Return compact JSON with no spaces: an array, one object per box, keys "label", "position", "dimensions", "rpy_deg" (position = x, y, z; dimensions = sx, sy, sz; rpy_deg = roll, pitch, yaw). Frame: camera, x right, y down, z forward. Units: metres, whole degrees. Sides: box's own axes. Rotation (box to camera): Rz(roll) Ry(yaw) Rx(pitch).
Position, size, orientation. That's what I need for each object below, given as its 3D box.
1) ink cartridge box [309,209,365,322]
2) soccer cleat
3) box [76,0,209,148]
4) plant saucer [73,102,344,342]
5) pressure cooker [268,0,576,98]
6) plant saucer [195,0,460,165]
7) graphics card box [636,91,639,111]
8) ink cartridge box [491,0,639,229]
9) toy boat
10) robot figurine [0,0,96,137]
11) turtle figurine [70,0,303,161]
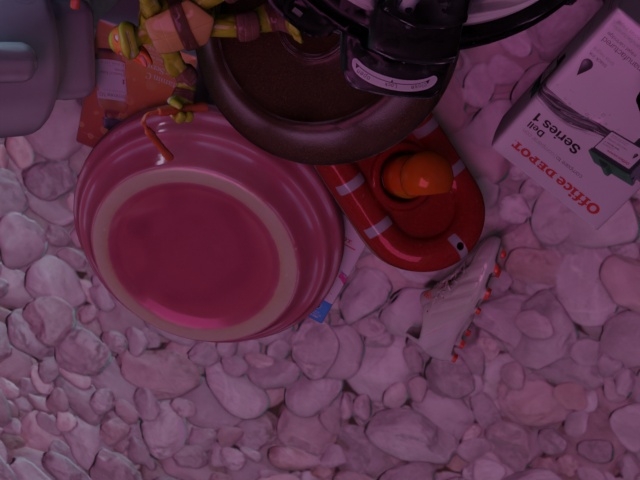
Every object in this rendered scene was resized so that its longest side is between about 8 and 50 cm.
[{"label":"ink cartridge box","position":[0.000,0.000,1.881],"dimensions":[0.104,0.061,0.181],"rpy_deg":[29,124,0]},{"label":"soccer cleat","position":[0.163,0.068,1.863],"dimensions":[0.076,0.068,0.196],"rpy_deg":[27,127,6]},{"label":"box","position":[-0.204,-0.184,1.829],"dimensions":[0.130,0.091,0.170],"rpy_deg":[20,123,7]},{"label":"plant saucer","position":[-0.140,-0.002,1.818],"dimensions":[0.332,0.084,0.332],"rpy_deg":[7,126,9]},{"label":"pressure cooker","position":[0.085,-0.343,1.351],"dimensions":[0.375,0.420,0.370],"rpy_deg":[-35,101,0]},{"label":"plant saucer","position":[-0.001,-0.238,1.673],"dimensions":[0.311,0.050,0.310],"rpy_deg":[0,90,17]},{"label":"graphics card box","position":[0.509,-0.058,1.508],"dimensions":[0.371,0.233,0.094],"rpy_deg":[17,126,-16]},{"label":"ink cartridge box","position":[0.316,-0.143,1.671],"dimensions":[0.160,0.092,0.219],"rpy_deg":[37,122,-4]},{"label":"toy boat","position":[0.102,-0.070,1.732],"dimensions":[0.151,0.151,0.231],"rpy_deg":[-38,106,-13]},{"label":"robot figurine","position":[-0.429,-0.207,1.704],"dimensions":[0.300,0.353,0.199],"rpy_deg":[11,107,55]},{"label":"turtle figurine","position":[-0.133,-0.224,1.631],"dimensions":[0.217,0.087,0.269],"rpy_deg":[-15,120,6]}]
